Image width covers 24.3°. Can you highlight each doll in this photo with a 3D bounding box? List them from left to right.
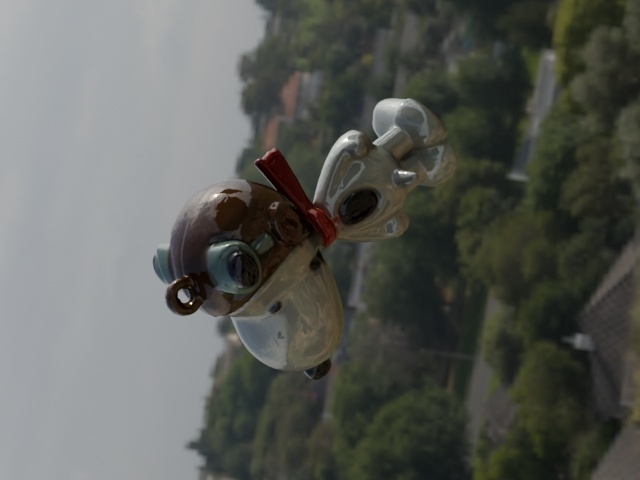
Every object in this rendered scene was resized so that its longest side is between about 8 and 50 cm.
[{"bbox_3d":[-0.001,-0.006,0.373,0.040,0.058,0.085,10,62,53],"label":"doll"}]
